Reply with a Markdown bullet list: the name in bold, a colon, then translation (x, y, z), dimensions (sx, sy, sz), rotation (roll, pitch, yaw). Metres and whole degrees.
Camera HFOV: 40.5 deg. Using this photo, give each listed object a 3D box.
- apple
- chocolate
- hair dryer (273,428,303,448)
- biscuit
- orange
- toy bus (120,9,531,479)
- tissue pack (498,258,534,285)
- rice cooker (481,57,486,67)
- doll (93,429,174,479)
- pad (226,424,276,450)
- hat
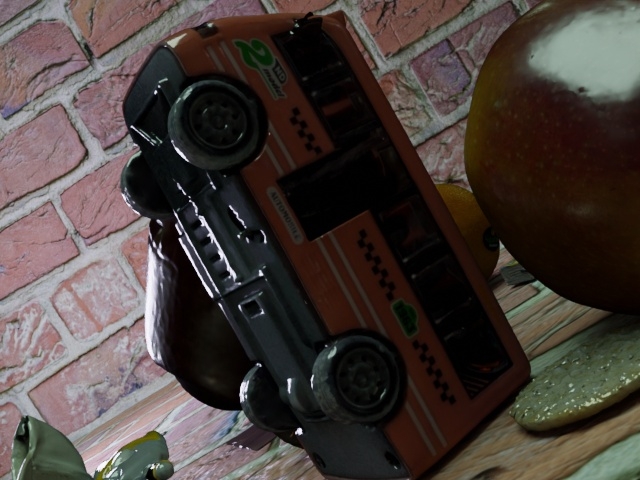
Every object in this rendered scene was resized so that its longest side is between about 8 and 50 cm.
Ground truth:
- **apple**: translation (0.272, -0.080, 0.733), dimensions (0.288, 0.288, 0.317), rotation (-32, 18, -12)
- **chocolate**: translation (-0.116, 0.084, 1.324), dimensions (0.331, 0.383, 0.383), rotation (-69, -10, 16)
- **hair dryer**: translation (0.013, 0.039, 1.003), dimensions (0.128, 0.362, 0.203), rotation (6, 21, 29)
- **biscuit**: translation (0.216, 0.105, 0.682), dimensions (0.152, 0.020, 0.152), rotation (-33, 1, 1)
- **orange**: translation (0.182, 0.009, 1.352), dimensions (0.206, 0.206, 0.206), rotation (-32, 2, 1)
- **toy bus**: translation (0.000, 0.000, 0.811), dimensions (0.233, 0.427, 0.203), rotation (-29, 1, -29)
- **tissue pack**: translation (0.300, 0.028, 1.213), dimensions (0.083, 0.035, 0.063), rotation (-31, 1, -25)
- **rice cooker**: translation (0.440, -0.228, 1.428), dimensions (0.325, 0.335, 0.335), rotation (-30, 2, 23)
- **doll**: translation (-0.239, 0.331, 1.106), dimensions (0.103, 0.145, 0.316), rotation (7, -6, -20)
- **pad**: translation (-0.075, 0.274, 1.292), dimensions (0.113, 0.006, 0.188), rotation (-33, 2, -21)
- **hat**: translation (-0.374, 0.400, 1.108), dimensions (0.258, 0.168, 0.301), rotation (-56, 25, 5)
